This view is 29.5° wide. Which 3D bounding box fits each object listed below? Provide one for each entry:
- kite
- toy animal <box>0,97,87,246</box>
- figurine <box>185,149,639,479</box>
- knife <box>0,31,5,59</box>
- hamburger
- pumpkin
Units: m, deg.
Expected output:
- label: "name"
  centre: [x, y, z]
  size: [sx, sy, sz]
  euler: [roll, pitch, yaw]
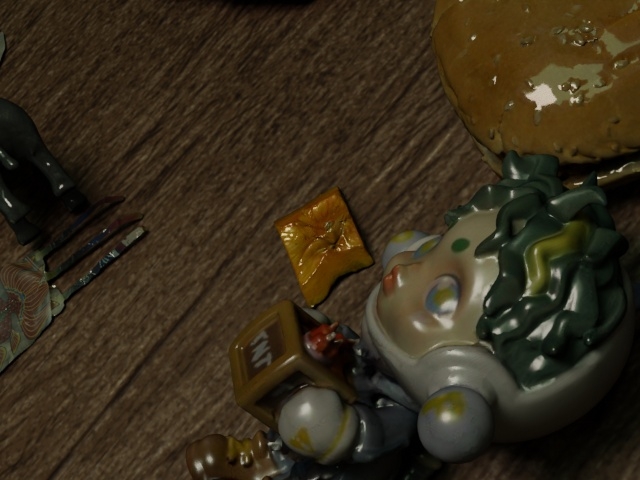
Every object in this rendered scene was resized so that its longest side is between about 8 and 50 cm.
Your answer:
- label: "kite"
  centre: [-0.271, 0.035, 1.191]
  size: [0.229, 0.016, 0.127]
  euler: [-39, 54, 1]
- label: "toy animal"
  centre: [-0.303, -0.068, 1.199]
  size: [0.082, 0.137, 0.269]
  euler: [-39, 6, -11]
- label: "figurine"
  centre: [0.065, 0.087, 0.883]
  size: [0.382, 0.186, 0.261]
  euler: [-34, 40, 13]
- label: "knife"
  centre: [-0.404, -0.122, 1.355]
  size: [0.047, 0.017, 0.298]
  euler: [-4, 59, 32]
- label: "hamburger"
  centre: [0.234, -0.172, 0.978]
  size: [0.283, 0.144, 0.259]
  euler: [-27, 49, 3]
- label: "pumpkin"
  centre: [-0.002, -0.001, 1.061]
  size: [0.073, 0.035, 0.101]
  euler: [-34, 54, 8]
